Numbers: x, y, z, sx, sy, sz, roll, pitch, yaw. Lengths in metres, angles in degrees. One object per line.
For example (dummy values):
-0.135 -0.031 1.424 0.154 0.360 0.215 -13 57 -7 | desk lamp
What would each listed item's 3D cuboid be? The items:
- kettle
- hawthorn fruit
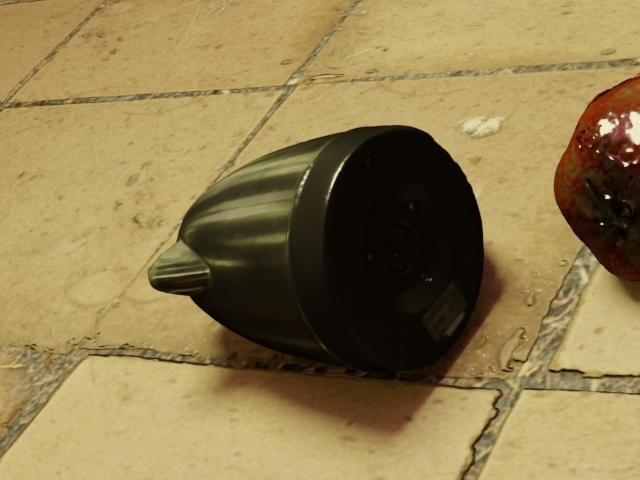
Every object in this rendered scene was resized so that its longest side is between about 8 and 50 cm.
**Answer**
-0.012 -0.005 1.307 0.271 0.207 0.251 -3 44 44 | kettle
0.298 -0.072 1.225 0.181 0.181 0.235 -1 29 33 | hawthorn fruit
